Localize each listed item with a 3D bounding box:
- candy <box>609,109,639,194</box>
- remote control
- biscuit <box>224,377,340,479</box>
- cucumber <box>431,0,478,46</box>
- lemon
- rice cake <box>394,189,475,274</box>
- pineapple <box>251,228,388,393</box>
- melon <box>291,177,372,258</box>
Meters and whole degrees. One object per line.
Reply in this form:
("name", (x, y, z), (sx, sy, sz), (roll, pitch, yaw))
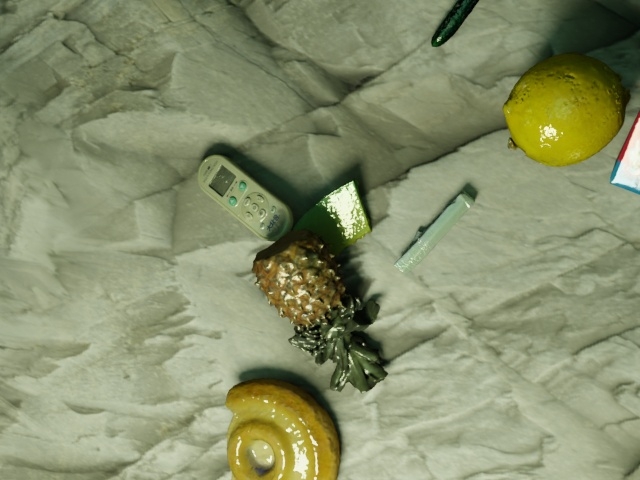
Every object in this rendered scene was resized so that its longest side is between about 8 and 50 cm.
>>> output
("candy", (0.569, -0.200, 1.218), (0.157, 0.100, 0.306), (25, 125, 15))
("remote control", (-0.137, -0.079, 1.496), (0.221, 0.042, 0.078), (39, 103, 21))
("biscuit", (-0.071, 0.388, 1.492), (0.213, 0.091, 0.274), (-8, 89, 17))
("cucumber", (0.235, -0.386, 1.398), (0.032, 0.032, 0.133), (39, 101, 10))
("lemon", (0.393, -0.208, 1.294), (0.206, 0.173, 0.174), (-22, 87, 0))
("rice cake", (0.197, -0.016, 1.427), (0.042, 0.030, 0.180), (43, 102, 4))
("pineapple", (0.013, 0.129, 1.428), (0.170, 0.141, 0.310), (-31, 105, -2))
("melon", (-0.001, 0.001, 1.486), (0.114, 0.053, 0.262), (41, 107, -9))
